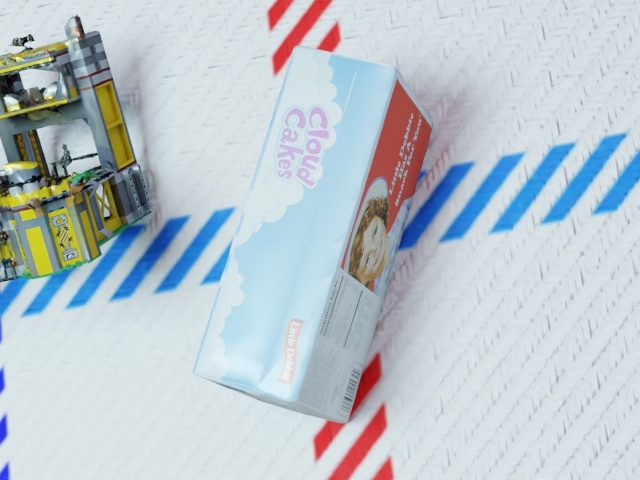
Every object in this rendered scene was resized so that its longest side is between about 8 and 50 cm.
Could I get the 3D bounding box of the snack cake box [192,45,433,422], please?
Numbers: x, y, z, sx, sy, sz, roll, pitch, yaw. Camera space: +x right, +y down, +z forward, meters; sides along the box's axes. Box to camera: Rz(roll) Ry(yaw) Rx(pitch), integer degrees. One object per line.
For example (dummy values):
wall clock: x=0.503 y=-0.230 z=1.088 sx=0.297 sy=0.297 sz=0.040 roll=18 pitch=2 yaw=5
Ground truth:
snack cake box: x=0.000 y=0.000 z=1.229 sx=0.089 sy=0.152 sz=0.264 roll=14 pitch=81 yaw=19

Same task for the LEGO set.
LEGO set: x=-0.304 y=-0.068 z=1.280 sx=0.331 sy=0.255 sz=0.192 roll=-10 pitch=102 yaw=26
